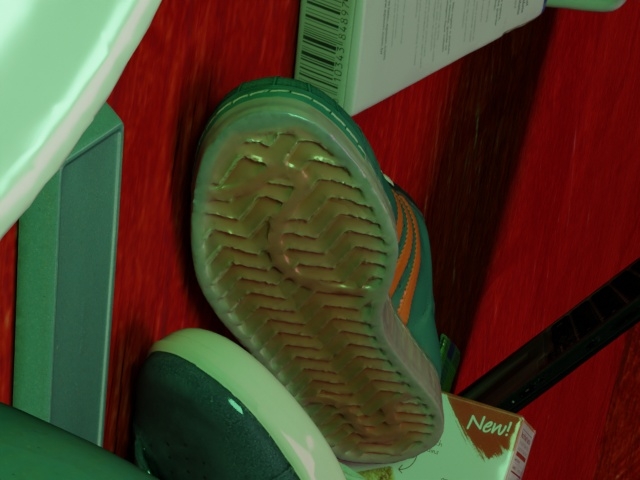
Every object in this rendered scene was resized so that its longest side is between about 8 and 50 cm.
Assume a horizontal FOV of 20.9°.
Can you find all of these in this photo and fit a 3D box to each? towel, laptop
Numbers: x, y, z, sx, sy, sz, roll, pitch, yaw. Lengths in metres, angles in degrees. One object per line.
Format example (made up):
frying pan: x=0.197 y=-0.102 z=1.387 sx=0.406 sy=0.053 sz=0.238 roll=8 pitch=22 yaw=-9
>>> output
towel: x=0.106 y=0.118 z=1.518 sx=0.083 sy=0.009 sz=0.060 roll=50 pitch=57 yaw=-69
laptop: x=0.197 y=-0.050 z=1.416 sx=0.408 sy=0.236 sz=0.382 roll=-38 pitch=176 yaw=6

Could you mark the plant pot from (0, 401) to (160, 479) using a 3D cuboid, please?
plant pot: x=-0.094 y=0.179 z=0.508 sx=0.272 sy=0.255 sz=0.271 roll=15 pitch=90 yaw=-73

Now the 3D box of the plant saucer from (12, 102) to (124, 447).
plant saucer: x=-0.109 y=0.037 z=0.746 sx=0.067 sy=0.018 sz=0.192 roll=-45 pitch=147 yaw=-58

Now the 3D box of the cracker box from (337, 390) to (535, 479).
cracker box: x=0.026 y=0.201 z=1.082 sx=0.067 sy=0.156 sz=0.232 roll=46 pitch=60 yaw=-70

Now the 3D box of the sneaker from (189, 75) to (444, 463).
sneaker: x=0.000 y=0.000 z=0.945 sx=0.302 sy=0.108 sz=0.121 roll=70 pitch=14 yaw=-51

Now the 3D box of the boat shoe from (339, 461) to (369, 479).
boat shoe: x=0.031 y=0.189 z=0.939 sx=0.098 sy=0.277 sz=0.096 roll=-37 pitch=136 yaw=-25

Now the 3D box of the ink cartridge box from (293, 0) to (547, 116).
ink cartridge box: x=0.071 y=-0.205 z=0.984 sx=0.224 sy=0.045 sz=0.223 roll=-30 pitch=134 yaw=-48

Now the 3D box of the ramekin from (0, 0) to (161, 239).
ramekin: x=-0.132 y=-0.106 z=0.278 sx=0.277 sy=0.135 sz=0.277 roll=-48 pitch=152 yaw=-36

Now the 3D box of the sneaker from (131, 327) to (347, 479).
sneaker: x=-0.067 y=0.215 z=0.875 sx=0.148 sy=0.131 sz=0.350 roll=-29 pitch=126 yaw=-36

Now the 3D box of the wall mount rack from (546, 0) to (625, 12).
wall mount rack: x=0.184 y=-0.334 z=1.155 sx=0.350 sy=0.131 sz=0.304 roll=-57 pitch=149 yaw=-54
